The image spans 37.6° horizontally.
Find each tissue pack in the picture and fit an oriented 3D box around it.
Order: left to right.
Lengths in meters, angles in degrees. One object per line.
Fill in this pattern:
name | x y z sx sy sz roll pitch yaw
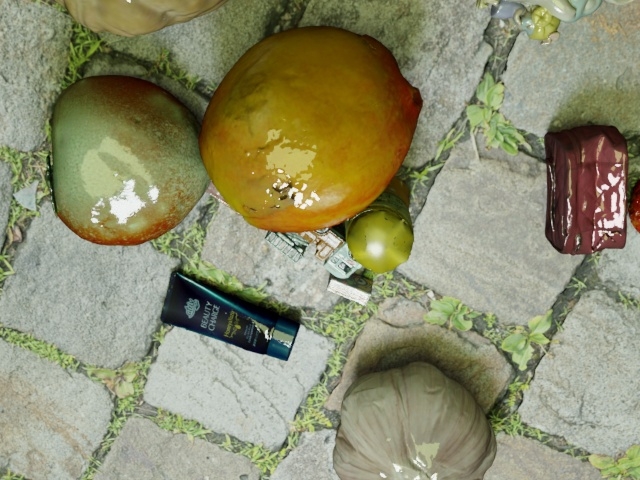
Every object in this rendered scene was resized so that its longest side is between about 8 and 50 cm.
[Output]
tissue pack | 0.055 0.086 1.782 0.083 0.063 0.035 21 115 -2

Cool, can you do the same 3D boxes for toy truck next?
toy truck | 0.000 0.001 1.743 0.178 0.080 0.115 37 115 -9

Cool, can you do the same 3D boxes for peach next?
peach | -0.019 -0.190 1.537 0.373 0.372 0.290 -29 122 14

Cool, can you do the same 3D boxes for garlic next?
garlic | 0.181 0.381 1.784 0.318 0.259 0.317 3 115 7

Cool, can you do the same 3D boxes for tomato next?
tomato | -0.347 -0.130 1.632 0.304 0.239 0.303 2 108 5

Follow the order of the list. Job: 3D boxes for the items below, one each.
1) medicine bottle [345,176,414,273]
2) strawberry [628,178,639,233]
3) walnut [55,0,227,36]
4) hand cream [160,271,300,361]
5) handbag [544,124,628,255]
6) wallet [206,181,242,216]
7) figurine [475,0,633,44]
medicine bottle | 0.100 -0.034 1.636 0.124 0.239 0.124 0 110 1
strawberry | 0.642 -0.065 1.667 0.188 0.082 0.121 -14 107 13
walnut | -0.277 -0.483 1.422 0.381 0.381 0.381 2 112 4
hand cream | -0.177 0.153 1.837 0.271 0.061 0.120 20 117 5
handbag | 0.459 -0.088 1.638 0.135 0.146 0.225 -4 111 0
wallet | -0.127 -0.143 1.728 0.103 0.020 0.196 36 110 -9
figurine | 0.390 -0.399 1.532 0.236 0.127 0.155 23 93 -8
